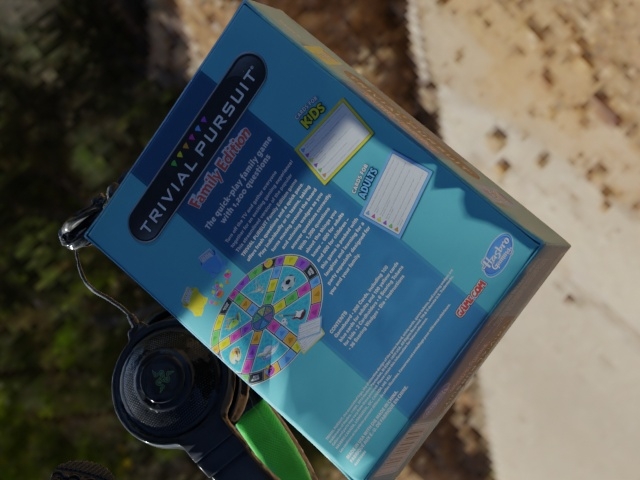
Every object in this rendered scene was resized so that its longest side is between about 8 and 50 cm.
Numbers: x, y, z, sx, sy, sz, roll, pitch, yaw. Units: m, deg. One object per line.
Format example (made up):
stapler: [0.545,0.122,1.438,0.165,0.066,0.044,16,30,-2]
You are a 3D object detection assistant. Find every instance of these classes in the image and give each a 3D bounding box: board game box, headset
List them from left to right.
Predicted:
headset: [-0.118,0.116,1.929,0.394,0.185,0.243,50,-173,-5]
board game box: [0.000,0.000,1.569,0.336,0.253,0.079,41,-165,20]

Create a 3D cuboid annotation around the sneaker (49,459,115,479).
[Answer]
sneaker: [-0.167,0.227,1.221,0.057,0.161,0.075,10,142,-4]
